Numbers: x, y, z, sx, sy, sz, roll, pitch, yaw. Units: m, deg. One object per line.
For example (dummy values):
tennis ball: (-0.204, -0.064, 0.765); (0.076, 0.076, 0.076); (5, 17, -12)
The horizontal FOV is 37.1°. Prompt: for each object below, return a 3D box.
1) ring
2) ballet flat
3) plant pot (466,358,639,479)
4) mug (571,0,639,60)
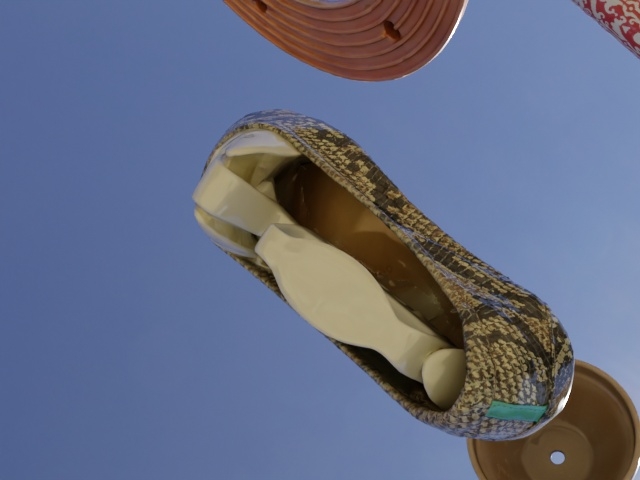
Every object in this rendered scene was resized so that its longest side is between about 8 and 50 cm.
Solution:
ring: (-0.032, -0.244, 0.569); (0.337, 0.336, 0.032); (41, -113, 18)
ballet flat: (0.000, 0.000, 0.829); (0.182, 0.164, 0.483); (9, -156, -48)
plant pot: (0.333, 0.293, 1.360); (0.238, 0.109, 0.237); (-8, -123, 13)
mug: (0.420, -0.333, 1.288); (0.113, 0.150, 0.169); (-39, -102, -7)
